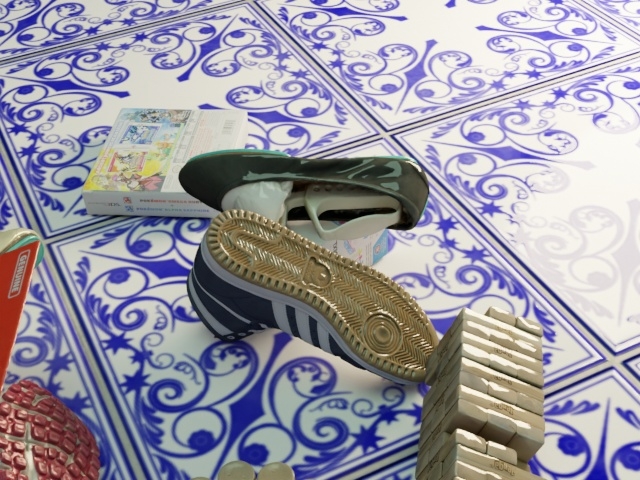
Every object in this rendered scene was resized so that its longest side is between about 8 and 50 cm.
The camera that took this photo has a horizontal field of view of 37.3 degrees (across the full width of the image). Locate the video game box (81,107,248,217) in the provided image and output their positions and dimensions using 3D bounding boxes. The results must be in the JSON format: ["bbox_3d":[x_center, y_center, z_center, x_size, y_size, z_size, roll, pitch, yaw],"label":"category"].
[{"bbox_3d":[-0.206,-0.110,1.295,0.187,0.048,0.205,4,40,5],"label":"video game box"}]

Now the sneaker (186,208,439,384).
[{"bbox_3d":[-0.016,0.080,1.026,0.282,0.153,0.099,31,56,-8],"label":"sneaker"}]

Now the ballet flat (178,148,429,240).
[{"bbox_3d":[-0.019,-0.047,1.037,0.280,0.095,0.096,-1,54,2],"label":"ballet flat"}]

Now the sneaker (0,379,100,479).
[{"bbox_3d":[-0.283,0.241,0.838,0.112,0.121,0.299,-38,24,19],"label":"sneaker"}]

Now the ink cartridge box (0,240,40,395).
[{"bbox_3d":[-0.392,0.121,0.869,0.239,0.060,0.275,-21,44,20],"label":"ink cartridge box"}]

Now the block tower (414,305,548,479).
[{"bbox_3d":[0.142,0.206,0.846,0.091,0.097,0.335,21,39,-6],"label":"block tower"}]

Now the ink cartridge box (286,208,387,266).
[{"bbox_3d":[0.000,0.000,1.118,0.090,0.092,0.143,31,52,33],"label":"ink cartridge box"}]

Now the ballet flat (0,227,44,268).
[{"bbox_3d":[-0.422,0.058,1.083,0.086,0.086,0.248,16,35,21],"label":"ballet flat"}]

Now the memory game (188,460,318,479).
[{"bbox_3d":[-0.066,0.275,0.856,0.186,0.012,0.186,-2,40,2],"label":"memory game"}]
